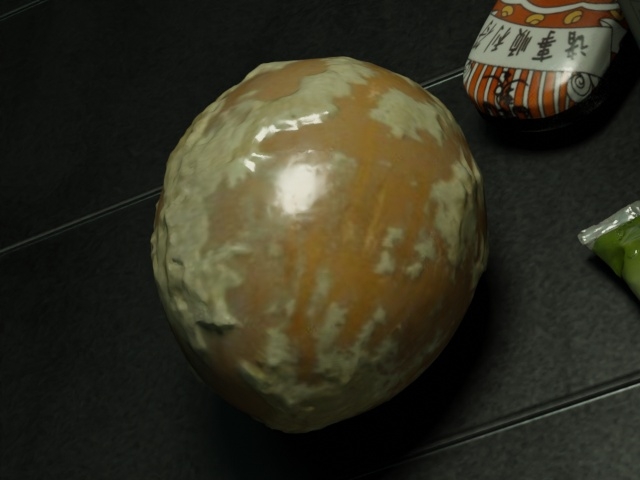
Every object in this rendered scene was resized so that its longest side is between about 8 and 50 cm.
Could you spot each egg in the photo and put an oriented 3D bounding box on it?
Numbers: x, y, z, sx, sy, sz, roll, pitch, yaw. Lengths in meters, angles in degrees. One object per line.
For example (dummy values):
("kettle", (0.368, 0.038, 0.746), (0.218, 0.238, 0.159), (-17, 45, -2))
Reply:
("egg", (0.000, 0.000, 1.099), (0.203, 0.203, 0.245), (-11, 42, 26))

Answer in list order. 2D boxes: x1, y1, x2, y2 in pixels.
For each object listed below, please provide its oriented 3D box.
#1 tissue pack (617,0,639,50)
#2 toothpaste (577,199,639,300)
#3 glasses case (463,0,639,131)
("tissue pack", (0.257, -0.209, 1.110), (0.159, 0.229, 0.145), (13, 57, 44))
("toothpaste", (0.219, 0.044, 1.020), (0.078, 0.047, 0.248), (-29, 36, 3))
("glasses case", (0.188, -0.178, 1.258), (0.103, 0.067, 0.266), (6, 52, 42))
